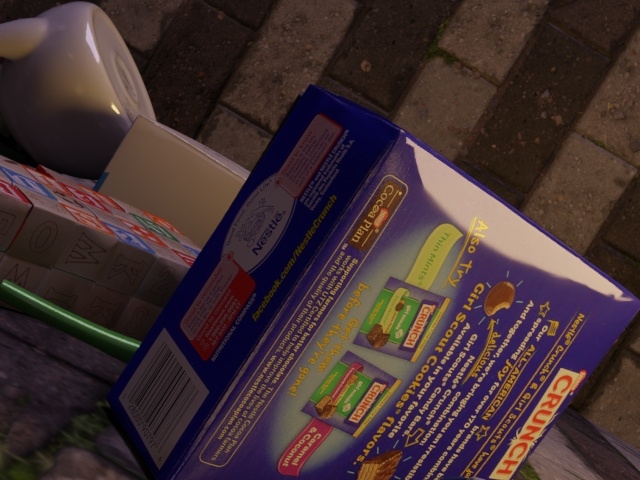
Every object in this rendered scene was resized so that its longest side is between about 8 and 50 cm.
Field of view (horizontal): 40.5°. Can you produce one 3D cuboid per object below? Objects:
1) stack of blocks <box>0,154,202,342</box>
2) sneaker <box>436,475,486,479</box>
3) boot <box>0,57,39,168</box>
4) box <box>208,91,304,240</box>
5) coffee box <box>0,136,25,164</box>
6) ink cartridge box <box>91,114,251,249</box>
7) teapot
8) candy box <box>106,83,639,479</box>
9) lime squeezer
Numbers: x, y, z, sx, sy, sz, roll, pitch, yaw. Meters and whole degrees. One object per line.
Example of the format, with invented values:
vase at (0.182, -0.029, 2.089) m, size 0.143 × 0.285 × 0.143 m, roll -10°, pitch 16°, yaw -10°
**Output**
stack of blocks at (-0.225, 0.005, 0.784) m, size 0.171 × 0.087 × 0.297 m, roll 34°, pitch 5°, yaw 42°
sneaker at (0.134, 0.232, 0.527) m, size 0.315 × 0.127 × 0.182 m, roll 37°, pitch -3°, yaw -26°
boot at (-0.469, -0.193, 1.229) m, size 0.106 × 0.082 × 0.219 m, roll 20°, pitch -33°, yaw 22°
box at (0.000, 0.000, 0.762) m, size 0.108 × 0.207 × 0.153 m, roll 33°, pitch 2°, yaw 27°
coffee box at (-0.483, -0.150, 1.136) m, size 0.184 × 0.040 × 0.113 m, roll 33°, pitch 1°, yaw 30°
ink cartridge box at (-0.173, -0.035, 1.106) m, size 0.168 × 0.171 × 0.233 m, roll 32°, pitch 3°, yaw 4°
teapot at (-0.341, -0.179, 1.161) m, size 0.252 × 0.187 × 0.256 m, roll -76°, pitch 144°, yaw -83°
candy box at (0.054, 0.079, 0.648) m, size 0.317 × 0.268 × 0.122 m, roll 29°, pitch 8°, yaw -39°
lime squeezer at (-0.101, 0.092, 0.698) m, size 0.310 × 0.059 × 0.110 m, roll 20°, pitch 33°, yaw -46°
